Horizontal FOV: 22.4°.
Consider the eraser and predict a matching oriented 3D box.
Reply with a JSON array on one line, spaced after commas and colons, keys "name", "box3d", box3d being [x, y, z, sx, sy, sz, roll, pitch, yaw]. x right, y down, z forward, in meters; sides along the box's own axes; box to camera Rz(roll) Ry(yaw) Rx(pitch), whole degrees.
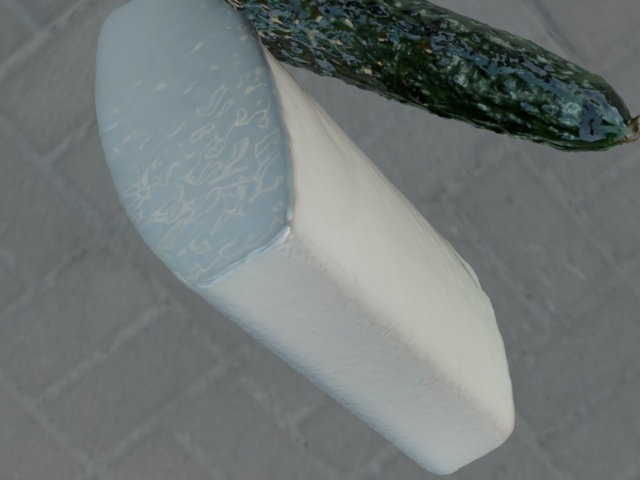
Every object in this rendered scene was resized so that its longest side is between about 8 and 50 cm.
[{"name": "eraser", "box3d": [0.000, 0.000, 0.824, 0.094, 0.174, 0.270, -31, 144, 13]}]

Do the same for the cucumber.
[{"name": "cucumber", "box3d": [0.049, -0.109, 0.917, 0.293, 0.067, 0.068, 20, 109, 21]}]
